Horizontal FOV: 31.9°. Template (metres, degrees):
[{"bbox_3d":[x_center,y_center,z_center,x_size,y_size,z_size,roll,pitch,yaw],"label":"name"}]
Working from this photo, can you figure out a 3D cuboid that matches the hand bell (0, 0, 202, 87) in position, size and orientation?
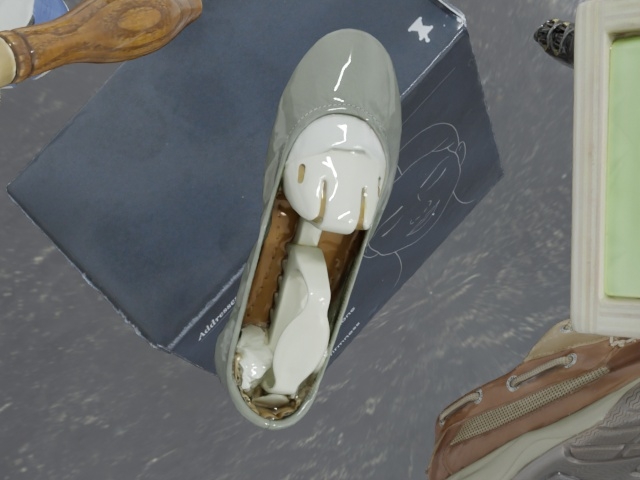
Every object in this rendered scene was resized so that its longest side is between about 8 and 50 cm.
[{"bbox_3d":[-0.147,-0.093,0.549,0.126,0.242,0.126,17,121,32],"label":"hand bell"}]

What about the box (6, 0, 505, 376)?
[{"bbox_3d":[-0.043,-0.077,1.412,0.297,0.472,0.480,42,87,20],"label":"box"}]

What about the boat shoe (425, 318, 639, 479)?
[{"bbox_3d":[0.192,0.103,0.773,0.324,0.123,0.116,-35,45,30],"label":"boat shoe"}]

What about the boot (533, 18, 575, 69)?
[{"bbox_3d":[0.319,-0.207,1.272,0.263,0.229,0.091,19,103,-35],"label":"boot"}]

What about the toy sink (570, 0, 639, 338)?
[{"bbox_3d":[0.234,-0.031,0.463,0.234,0.131,0.153,2,92,42],"label":"toy sink"}]

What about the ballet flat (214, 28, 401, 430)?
[{"bbox_3d":[0.000,0.000,0.576,0.072,0.068,0.213,12,106,-18],"label":"ballet flat"}]

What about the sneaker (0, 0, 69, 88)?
[{"bbox_3d":[-0.371,-0.191,0.875,0.315,0.182,0.127,-15,64,-3],"label":"sneaker"}]
